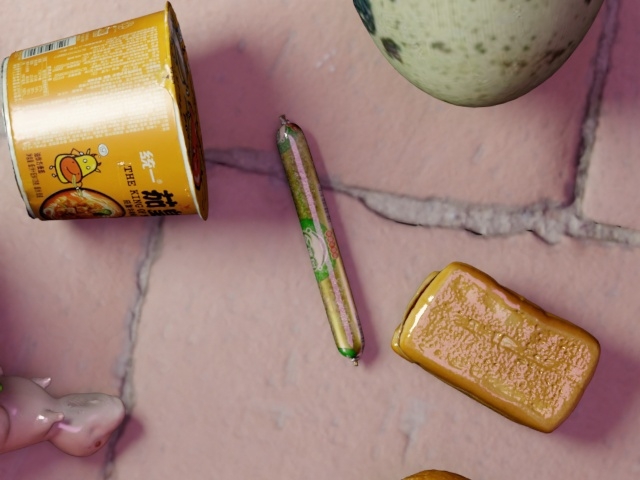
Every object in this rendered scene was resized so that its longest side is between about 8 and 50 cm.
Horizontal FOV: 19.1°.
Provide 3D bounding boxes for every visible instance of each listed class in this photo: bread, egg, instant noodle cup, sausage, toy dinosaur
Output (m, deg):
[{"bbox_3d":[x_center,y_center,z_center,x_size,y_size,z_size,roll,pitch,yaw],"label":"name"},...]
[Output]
[{"bbox_3d":[0.179,0.109,1.949,0.200,0.077,0.116,30,83,-8],"label":"bread"},{"bbox_3d":[0.152,-0.321,1.851,0.287,0.287,0.379,10,92,-7],"label":"egg"},{"bbox_3d":[-0.207,-0.112,1.845,0.172,0.216,0.216,-9,90,1],"label":"instant noodle cup"},{"bbox_3d":[0.000,0.000,1.949,0.032,0.033,0.269,-17,91,-8],"label":"sausage"},{"bbox_3d":[-0.313,0.166,1.877,0.194,0.152,0.177,-35,132,1],"label":"toy dinosaur"}]

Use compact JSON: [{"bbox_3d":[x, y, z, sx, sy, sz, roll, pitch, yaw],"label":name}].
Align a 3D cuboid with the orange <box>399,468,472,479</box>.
[{"bbox_3d":[0.118,0.327,1.879,0.206,0.206,0.206,0,89,-8],"label":"orange"}]
